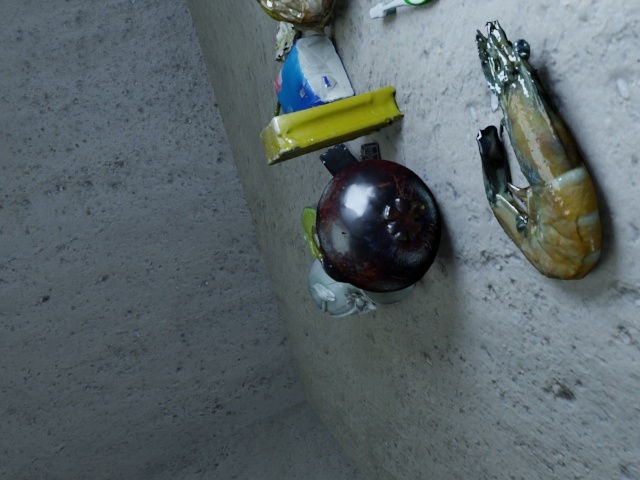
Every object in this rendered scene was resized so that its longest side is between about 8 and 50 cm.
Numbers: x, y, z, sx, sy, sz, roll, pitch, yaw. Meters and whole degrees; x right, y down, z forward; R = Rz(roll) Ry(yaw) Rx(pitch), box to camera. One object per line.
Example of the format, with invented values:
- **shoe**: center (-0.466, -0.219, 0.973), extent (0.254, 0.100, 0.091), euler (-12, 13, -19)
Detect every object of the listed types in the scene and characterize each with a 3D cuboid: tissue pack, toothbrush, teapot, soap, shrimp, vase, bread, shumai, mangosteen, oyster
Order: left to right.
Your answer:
- **oyster**: center (-0.097, -0.646, 1.788), extent (0.133, 0.072, 0.209), euler (65, 144, 40)
- **shumai**: center (-0.037, -0.662, 1.393), extent (0.283, 0.217, 0.346), euler (12, -131, -58)
- **tissue pack**: center (-0.031, -0.442, 1.628), extent (0.209, 0.137, 0.270), euler (65, 158, 1)
- **bread**: center (0.001, -0.002, 2.218), extent (0.301, 0.045, 0.301), euler (56, 159, 35)
- **soap**: center (0.020, -0.279, 1.362), extent (0.199, 0.315, 0.091), euler (171, 80, -75)
- **teapot**: center (0.070, -0.219, 1.697), extent (0.177, 0.087, 0.096), euler (56, -179, 42)
- **vase**: center (0.112, 0.109, 1.676), extent (0.250, 0.250, 0.445), euler (70, 160, 2)
- **mangosteen**: center (0.129, -0.033, 1.318), extent (0.330, 0.330, 0.330), euler (161, 90, -74)
- **toothbrush**: center (0.197, -0.472, 1.056), extent (0.418, 0.040, 0.042), euler (-153, 48, -67)
- **shrimp**: center (0.336, -0.142, 0.933), extent (0.272, 0.085, 0.445), euler (-163, 51, -77)

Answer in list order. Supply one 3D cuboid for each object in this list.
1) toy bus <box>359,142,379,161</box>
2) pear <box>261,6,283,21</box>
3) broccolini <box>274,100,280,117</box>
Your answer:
- **toy bus**: center (0.139, -0.202, 1.529), extent (0.037, 0.052, 0.130), euler (-133, 30, -64)
- **pear**: center (-0.112, -0.714, 1.604), extent (0.149, 0.149, 0.162), euler (65, 158, 20)
- **broccolini**: center (-0.136, -0.481, 2.092), extent (0.271, 0.062, 0.123), euler (108, 156, -55)
